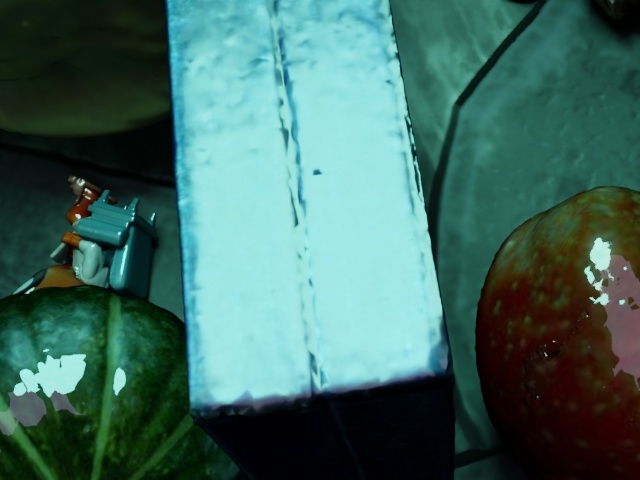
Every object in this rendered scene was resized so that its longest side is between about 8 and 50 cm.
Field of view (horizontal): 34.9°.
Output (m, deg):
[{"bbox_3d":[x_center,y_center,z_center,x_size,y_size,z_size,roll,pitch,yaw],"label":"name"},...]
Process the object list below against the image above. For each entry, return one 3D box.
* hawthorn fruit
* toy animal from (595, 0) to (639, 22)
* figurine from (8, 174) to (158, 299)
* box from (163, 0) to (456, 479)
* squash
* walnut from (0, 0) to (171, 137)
[{"bbox_3d":[0.164,0.086,0.561,0.181,0.181,0.235,13,68,12],"label":"hawthorn fruit"},{"bbox_3d":[0.188,-0.246,0.726,0.218,0.116,0.179,-24,64,8],"label":"toy animal"},{"bbox_3d":[-0.161,0.032,0.678,0.075,0.068,0.140,20,76,11],"label":"figurine"},{"bbox_3d":[0.000,0.000,0.555,0.116,0.279,0.261,-11,65,4],"label":"box"},{"bbox_3d":[-0.141,0.133,0.566,0.218,0.172,0.218,-2,94,-31],"label":"squash"},{"bbox_3d":[-0.164,-0.242,0.643,0.381,0.381,0.381,-2,66,6],"label":"walnut"}]
